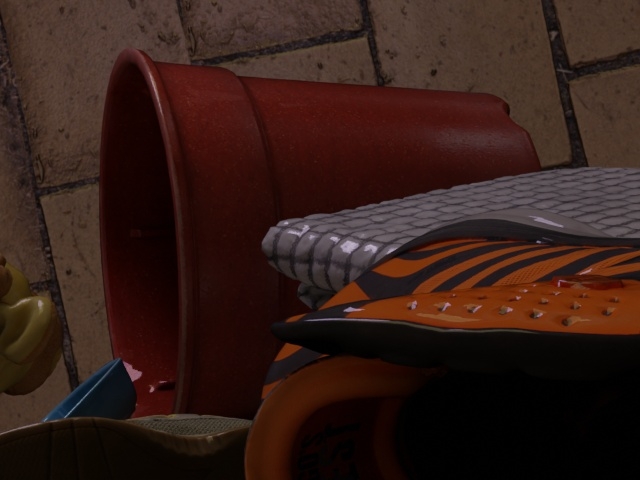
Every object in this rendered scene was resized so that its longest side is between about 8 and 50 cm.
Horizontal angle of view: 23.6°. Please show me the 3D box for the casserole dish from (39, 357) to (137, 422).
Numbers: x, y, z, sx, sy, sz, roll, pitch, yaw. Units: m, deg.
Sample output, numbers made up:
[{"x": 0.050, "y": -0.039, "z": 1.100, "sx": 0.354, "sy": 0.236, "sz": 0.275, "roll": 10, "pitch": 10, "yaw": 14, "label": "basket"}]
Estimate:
[{"x": -0.186, "y": 0.150, "z": 1.014, "sx": 0.114, "sy": 0.037, "sz": 0.188, "roll": -37, "pitch": 7, "yaw": 45, "label": "casserole dish"}]

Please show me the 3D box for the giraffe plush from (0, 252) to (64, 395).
[{"x": -0.210, "y": 0.076, "z": 0.828, "sx": 0.181, "sy": 0.170, "sz": 0.210, "roll": 28, "pitch": 4, "yaw": 3, "label": "giraffe plush"}]

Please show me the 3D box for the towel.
[{"x": 0.145, "y": 0.038, "z": 0.794, "sx": 0.283, "sy": 0.121, "sz": 0.235, "roll": -12, "pitch": 12, "yaw": -35, "label": "towel"}]

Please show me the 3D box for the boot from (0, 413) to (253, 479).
[{"x": -0.104, "y": 0.129, "z": 0.781, "sx": 0.213, "sy": 0.077, "sz": 0.165, "roll": -2, "pitch": -8, "yaw": -27, "label": "boot"}]

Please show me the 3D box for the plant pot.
[{"x": 0.000, "y": 0.000, "z": 1.069, "sx": 0.265, "sy": 0.272, "sz": 0.272, "roll": -4, "pitch": -7, "yaw": -18, "label": "plant pot"}]

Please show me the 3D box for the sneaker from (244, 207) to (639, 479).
[{"x": 0.034, "y": 0.051, "z": 0.478, "sx": 0.180, "sy": 0.125, "sz": 0.321, "roll": -8, "pitch": -6, "yaw": -36, "label": "sneaker"}]
